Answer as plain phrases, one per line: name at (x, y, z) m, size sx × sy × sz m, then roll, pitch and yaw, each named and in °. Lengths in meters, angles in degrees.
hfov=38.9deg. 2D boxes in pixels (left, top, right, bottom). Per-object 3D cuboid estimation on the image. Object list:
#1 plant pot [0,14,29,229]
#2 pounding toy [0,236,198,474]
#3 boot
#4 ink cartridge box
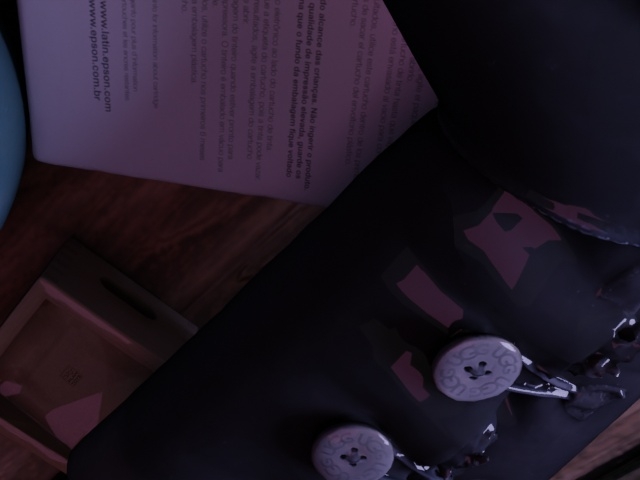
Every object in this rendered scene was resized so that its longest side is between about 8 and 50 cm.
plant pot at (-0.293, -0.052, 0.462) m, size 0.293 × 0.235 × 0.293 m, roll 11°, pitch 121°, yaw 18°
pounding toy at (-0.156, 0.092, 0.626) m, size 0.141 × 0.100 × 0.130 m, roll 37°, pitch 107°, yaw -14°
boot at (0.002, 0.001, 0.436) m, size 0.367 × 0.146 × 0.445 m, roll 37°, pitch 127°, yaw -11°
ink cartridge box at (0.012, -0.168, 0.438) m, size 0.330 × 0.071 × 0.324 m, roll 9°, pitch 123°, yaw 4°
